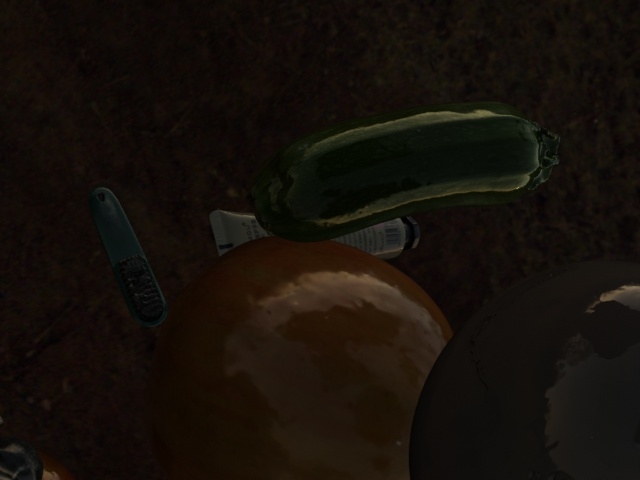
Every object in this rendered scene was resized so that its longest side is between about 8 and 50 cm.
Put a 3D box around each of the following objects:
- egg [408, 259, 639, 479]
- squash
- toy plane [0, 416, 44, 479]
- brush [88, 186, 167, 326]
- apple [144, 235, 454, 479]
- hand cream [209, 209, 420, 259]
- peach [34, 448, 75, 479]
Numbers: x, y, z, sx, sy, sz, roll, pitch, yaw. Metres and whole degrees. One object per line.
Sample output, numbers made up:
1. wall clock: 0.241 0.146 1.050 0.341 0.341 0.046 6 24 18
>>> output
1. egg: 0.122 0.096 0.413 0.146 0.198 0.146 20 34 -14
2. squash: 0.059 -0.048 0.541 0.219 0.068 0.077 -9 98 -18
3. toy plane: -0.204 0.103 0.378 0.251 0.101 0.255 -88 158 -71
4. brush: -0.231 0.013 0.981 0.043 0.032 0.193 -21 72 -20
5. apple: -0.005 0.119 0.666 0.242 0.241 0.242 -53 155 -39
6. hand cream: 0.000 0.000 1.002 0.276 0.059 0.095 -4 70 -32
7. peach: -0.262 0.244 0.758 0.101 0.101 0.100 10 73 -36
